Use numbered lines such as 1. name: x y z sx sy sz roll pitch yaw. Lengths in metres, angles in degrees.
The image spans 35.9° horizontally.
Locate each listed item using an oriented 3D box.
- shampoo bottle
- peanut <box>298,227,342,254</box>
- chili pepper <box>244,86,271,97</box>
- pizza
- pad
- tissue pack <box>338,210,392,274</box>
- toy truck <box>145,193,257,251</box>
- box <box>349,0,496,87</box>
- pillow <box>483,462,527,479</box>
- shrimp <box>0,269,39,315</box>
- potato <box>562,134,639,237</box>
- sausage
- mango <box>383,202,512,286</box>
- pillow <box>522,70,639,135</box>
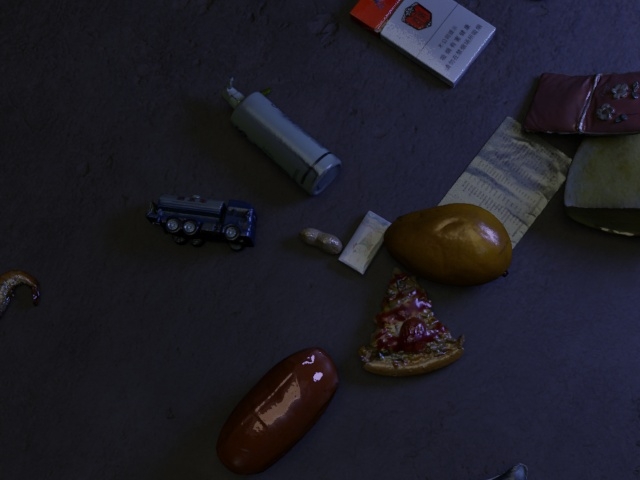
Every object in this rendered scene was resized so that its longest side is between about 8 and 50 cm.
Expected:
1. shampoo bottle: -0.083 -0.194 1.815 0.262 0.085 0.085 42 85 12
2. peanut: 0.000 0.000 1.791 0.083 0.037 0.037 17 81 8
3. chili pepper: -0.134 -0.276 1.872 0.083 0.017 0.030 -2 77 6
4. pizza: 0.151 0.138 1.733 0.188 0.062 0.199 -12 76 1
5. pad: 0.325 -0.084 1.787 0.159 0.009 0.265 37 84 13
6. tissue pack: 0.083 0.004 1.786 0.056 0.023 0.108 30 84 11
7. toy truck: -0.216 -0.037 1.808 0.201 0.074 0.088 7 70 8
8. box: 0.191 -0.408 1.856 0.245 0.035 0.139 38 85 11
9. pillow: 0.291 0.433 1.658 0.135 0.055 0.091 -17 79 4
10. shrimp: -0.575 0.117 1.834 0.091 0.025 0.127 24 79 9
11. potato: 0.577 -0.141 1.712 0.269 0.112 0.255 3 64 28
12. sausage: -0.072 0.293 1.692 0.133 0.133 0.258 44 85 13
13. mango: 0.222 0.003 1.725 0.227 0.109 0.147 10 112 16
14. pillow: 0.475 -0.240 1.739 0.232 0.043 0.126 6 67 38
